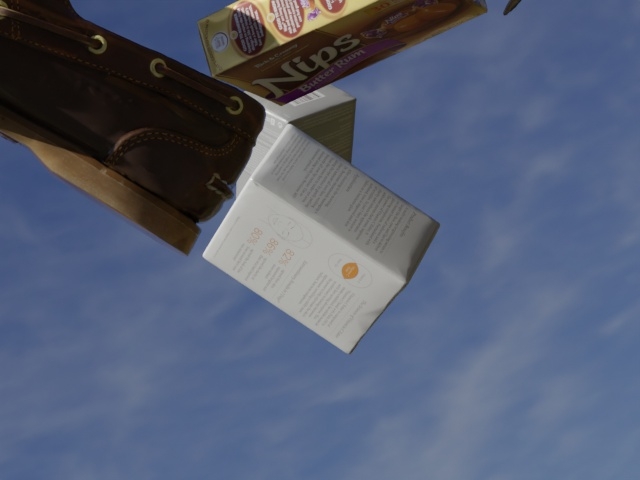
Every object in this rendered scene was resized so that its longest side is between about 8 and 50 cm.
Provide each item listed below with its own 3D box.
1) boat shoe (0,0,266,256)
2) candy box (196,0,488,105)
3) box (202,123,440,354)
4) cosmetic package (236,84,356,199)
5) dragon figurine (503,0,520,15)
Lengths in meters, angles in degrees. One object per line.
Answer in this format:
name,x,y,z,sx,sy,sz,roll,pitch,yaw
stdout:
boat shoe,-0.118,-0.075,0.599,0.073,0.207,0.073,-59,16,-3
candy box,0.016,-0.166,1.171,0.186,0.053,0.109,-23,-17,22
box,0.000,0.000,1.468,0.130,0.170,0.091,-54,3,47
cosmetic package,-0.035,-0.082,2.058,0.127,0.107,0.238,-21,-49,-39
dragon figurine,0.181,-0.272,1.399,0.085,0.289,0.144,-19,-42,9
